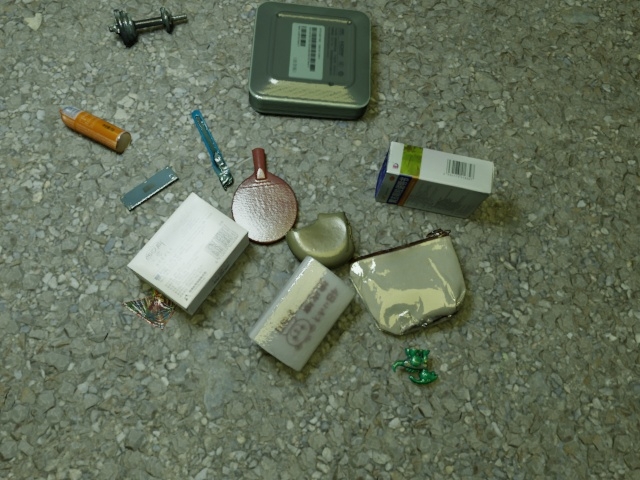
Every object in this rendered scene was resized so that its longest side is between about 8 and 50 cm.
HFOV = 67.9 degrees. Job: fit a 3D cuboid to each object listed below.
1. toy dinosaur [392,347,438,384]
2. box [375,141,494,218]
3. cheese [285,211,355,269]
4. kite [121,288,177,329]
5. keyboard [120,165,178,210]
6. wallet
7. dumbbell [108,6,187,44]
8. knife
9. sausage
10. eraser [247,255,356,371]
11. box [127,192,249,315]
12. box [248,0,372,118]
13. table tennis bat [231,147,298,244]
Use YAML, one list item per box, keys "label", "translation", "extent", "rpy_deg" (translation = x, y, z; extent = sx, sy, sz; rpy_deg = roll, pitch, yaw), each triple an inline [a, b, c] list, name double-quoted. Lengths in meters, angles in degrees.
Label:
- label: "toy dinosaur"
  translation: [0.262, 0.348, 1.314]
  extent: [0.132, 0.059, 0.096]
  rpy_deg: [4, 77, -11]
- label: "box"
  translation: [0.327, -0.172, 1.405]
  extent: [0.300, 0.200, 0.106]
  rpy_deg: [12, 71, 1]
- label: "cheese"
  translation: [0.000, 0.000, 1.388]
  extent: [0.203, 0.091, 0.175]
  rpy_deg: [-5, 71, -5]
- label: "kite"
  translation: [-0.463, 0.174, 1.346]
  extent: [0.190, 0.010, 0.159]
  rpy_deg: [-15, 73, -9]
- label: "keyboard"
  translation: [-0.520, -0.159, 1.447]
  extent: [0.176, 0.014, 0.055]
  rpy_deg: [-38, 77, -14]
- label: "wallet"
  translation: [0.265, 0.120, 1.384]
  extent: [0.335, 0.068, 0.274]
  rpy_deg: [-17, 70, -2]
- label: "dumbbell"
  translation: [-0.573, -0.725, 1.585]
  extent: [0.255, 0.110, 0.110]
  rpy_deg: [-17, 74, -16]
- label: "knife"
  translation: [-0.343, -0.290, 1.494]
  extent: [0.044, 0.026, 0.296]
  rpy_deg: [-28, 76, 1]
- label: "sausage"
  translation: [-0.706, -0.352, 1.468]
  extent: [0.234, 0.071, 0.071]
  rpy_deg: [27, 73, 4]
- label: "eraser"
  translation: [-0.047, 0.198, 1.293]
  extent: [0.174, 0.095, 0.270]
  rpy_deg: [39, 81, -15]
- label: "box"
  translation: [-0.362, 0.038, 1.337]
  extent: [0.203, 0.116, 0.274]
  rpy_deg: [33, 71, 6]
- label: "box"
  translation: [-0.029, -0.597, 1.567]
  extent: [0.397, 0.111, 0.395]
  rpy_deg: [3, 71, -4]
- label: "table tennis bat"
  translation: [-0.174, -0.137, 1.449]
  extent: [0.200, 0.038, 0.310]
  rpy_deg: [-6, 73, -6]
